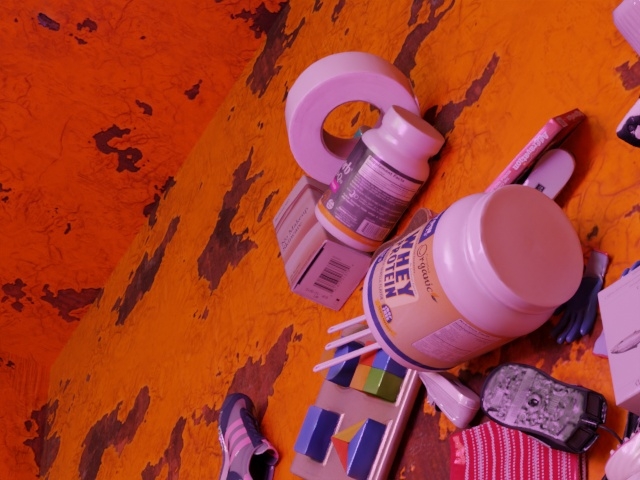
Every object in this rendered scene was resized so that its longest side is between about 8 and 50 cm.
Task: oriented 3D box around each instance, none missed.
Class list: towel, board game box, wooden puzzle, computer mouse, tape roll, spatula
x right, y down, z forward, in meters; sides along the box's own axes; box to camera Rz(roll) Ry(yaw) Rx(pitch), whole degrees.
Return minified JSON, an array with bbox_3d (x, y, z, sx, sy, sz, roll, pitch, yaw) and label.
[{"bbox_3d":[0.282,0.337,1.565,0.275,0.031,0.199,-36,37,46],"label":"towel"},{"bbox_3d":[0.328,-0.107,1.802,0.281,0.027,0.145,-50,-14,30],"label":"board game box"},{"bbox_3d":[0.056,0.308,1.990,0.348,0.080,0.322,-1,66,64],"label":"wooden puzzle"},{"bbox_3d":[0.326,0.276,1.451,0.262,0.060,0.184,10,71,40],"label":"computer mouse"},{"bbox_3d":[0.069,-0.255,2.266,0.286,0.286,0.100,-52,26,25],"label":"tape roll"},{"bbox_3d":[0.093,0.167,1.977,0.242,0.019,0.168,-23,24,29],"label":"spatula"}]

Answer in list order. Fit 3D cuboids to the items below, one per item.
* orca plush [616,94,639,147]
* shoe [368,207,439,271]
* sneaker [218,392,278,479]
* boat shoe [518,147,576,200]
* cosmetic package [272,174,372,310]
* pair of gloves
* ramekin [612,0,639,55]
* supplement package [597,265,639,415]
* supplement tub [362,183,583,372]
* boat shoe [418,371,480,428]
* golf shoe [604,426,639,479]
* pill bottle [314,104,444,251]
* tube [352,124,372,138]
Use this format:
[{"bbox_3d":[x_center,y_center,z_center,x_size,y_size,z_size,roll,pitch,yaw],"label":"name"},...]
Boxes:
[{"bbox_3d":[0.558,-0.224,1.524,0.287,0.102,0.151,-45,-16,17],"label":"orca plush"},{"bbox_3d":[0.171,0.019,2.082,0.219,0.058,0.076,-49,48,39],"label":"shoe"},{"bbox_3d":[-0.141,0.442,2.263,0.131,0.112,0.319,-32,39,23],"label":"sneaker"},{"bbox_3d":[0.349,-0.060,1.773,0.219,0.078,0.070,-50,-13,18],"label":"boat shoe"},{"bbox_3d":[0.000,0.000,2.345,0.153,0.129,0.296,-57,25,20],"label":"cosmetic package"},{"bbox_3d":[0.411,0.090,1.550,0.159,0.023,0.198,-65,23,-1],"label":"pair of gloves"},{"bbox_3d":[0.521,-0.355,1.544,0.207,0.109,0.207,-45,-2,-2],"label":"ramekin"},{"bbox_3d":[0.437,0.130,1.357,0.105,0.105,0.179,-42,32,39],"label":"supplement package"},{"bbox_3d":[0.233,0.062,1.667,0.316,0.228,0.228,-38,35,53],"label":"supplement tub"},{"bbox_3d":[0.205,0.257,1.768,0.184,0.066,0.063,35,103,59],"label":"boat shoe"},{"bbox_3d":[0.465,0.233,1.221,0.306,0.115,0.140,-56,35,33],"label":"golf shoe"},{"bbox_3d":[0.123,-0.127,2.178,0.278,0.162,0.162,-56,25,18],"label":"pill bottle"},{"bbox_3d":[0.063,-0.180,2.501,0.207,0.052,0.080,-54,19,35],"label":"tube"}]
